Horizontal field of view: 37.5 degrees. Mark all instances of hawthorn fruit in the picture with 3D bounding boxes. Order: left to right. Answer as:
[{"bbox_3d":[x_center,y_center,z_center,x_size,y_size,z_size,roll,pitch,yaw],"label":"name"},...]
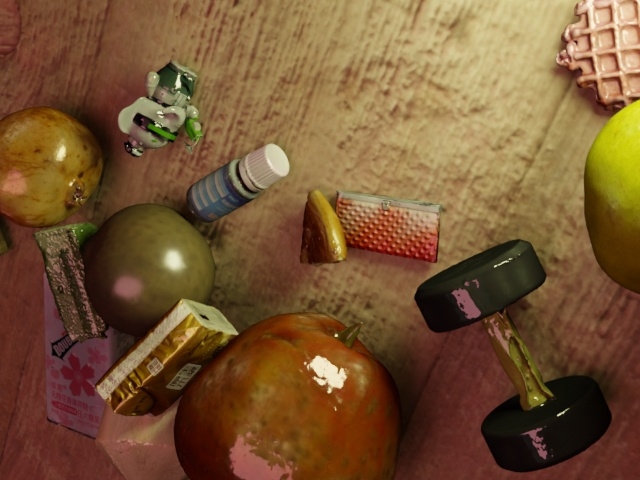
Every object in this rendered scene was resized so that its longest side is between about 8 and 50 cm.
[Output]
[{"bbox_3d":[-0.033,0.301,1.624,0.402,0.403,0.403,9,109,26],"label":"hawthorn fruit"}]

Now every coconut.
[{"bbox_3d":[-0.321,0.375,1.862,0.239,0.239,0.244,-7,66,30],"label":"coconut"}]

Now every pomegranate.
[{"bbox_3d":[-0.544,-0.141,1.836,0.248,0.248,0.248,9,109,26],"label":"pomegranate"}]

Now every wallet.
[{"bbox_3d":[0.115,-0.026,1.637,0.196,0.020,0.103,10,110,26],"label":"wallet"}]

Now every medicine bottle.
[{"bbox_3d":[-0.150,-0.106,1.721,0.203,0.083,0.084,-29,91,32],"label":"medicine bottle"}]

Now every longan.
[{"bbox_3d":[-0.325,0.058,1.771,0.258,0.258,0.258,9,109,26],"label":"longan"}]

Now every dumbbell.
[{"bbox_3d":[0.304,0.181,1.493,0.203,0.203,0.323,-25,92,32],"label":"dumbbell"}]

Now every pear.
[{"bbox_3d":[0.523,-0.087,1.246,0.287,0.287,0.375,46,114,9],"label":"pear"}]

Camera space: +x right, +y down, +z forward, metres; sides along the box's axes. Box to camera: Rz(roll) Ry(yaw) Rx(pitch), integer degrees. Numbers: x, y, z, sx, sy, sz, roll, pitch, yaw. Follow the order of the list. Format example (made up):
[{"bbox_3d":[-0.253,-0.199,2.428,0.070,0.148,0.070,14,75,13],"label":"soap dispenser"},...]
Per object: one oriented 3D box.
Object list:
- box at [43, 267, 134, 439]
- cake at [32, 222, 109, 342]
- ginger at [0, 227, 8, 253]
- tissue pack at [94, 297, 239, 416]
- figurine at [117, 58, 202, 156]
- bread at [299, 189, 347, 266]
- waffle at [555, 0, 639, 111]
[{"bbox_3d":[-0.492,0.238,1.997,0.190,0.112,0.370,14,111,26],"label":"box"},{"bbox_3d":[-0.484,0.081,1.832,0.100,0.099,0.236,-12,81,18],"label":"cake"},{"bbox_3d":[-0.767,-0.072,2.056,0.109,0.116,0.263,21,129,67],"label":"ginger"},{"bbox_3d":[-0.271,0.212,1.680,0.226,0.183,0.092,-47,69,4],"label":"tissue pack"},{"bbox_3d":[-0.298,-0.236,1.739,0.126,0.147,0.192,42,103,32],"label":"figurine"},{"bbox_3d":[0.002,-0.023,1.668,0.154,0.054,0.136,-16,83,64],"label":"bread"},{"bbox_3d":[0.467,-0.279,1.348,0.234,0.055,0.221,41,121,11],"label":"waffle"}]
